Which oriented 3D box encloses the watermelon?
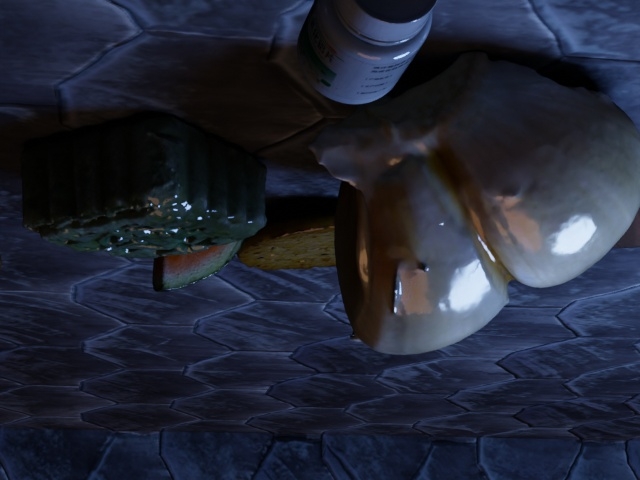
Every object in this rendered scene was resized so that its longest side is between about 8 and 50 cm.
[{"bbox_3d":[-0.140,-0.002,1.511,0.125,0.135,0.094,-4,127,23],"label":"watermelon"}]

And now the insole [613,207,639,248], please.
[{"bbox_3d":[0.227,-0.031,1.445,0.327,0.007,0.111,-2,132,26],"label":"insole"}]

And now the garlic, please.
[{"bbox_3d":[0.122,-0.029,1.265,0.249,0.286,0.313,42,170,21],"label":"garlic"}]

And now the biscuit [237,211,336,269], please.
[{"bbox_3d":[0.000,-0.001,1.583,0.187,0.027,0.188,-7,167,-2],"label":"biscuit"}]

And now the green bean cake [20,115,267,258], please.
[{"bbox_3d":[-0.163,-0.042,1.373,0.183,0.094,0.185,-11,166,30],"label":"green bean cake"}]

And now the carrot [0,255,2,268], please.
[{"bbox_3d":[-0.430,-0.006,1.546,0.059,0.059,0.248,-10,158,29],"label":"carrot"}]

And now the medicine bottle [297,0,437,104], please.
[{"bbox_3d":[0.033,-0.151,1.000,0.080,0.080,0.130,3,163,-11],"label":"medicine bottle"}]
